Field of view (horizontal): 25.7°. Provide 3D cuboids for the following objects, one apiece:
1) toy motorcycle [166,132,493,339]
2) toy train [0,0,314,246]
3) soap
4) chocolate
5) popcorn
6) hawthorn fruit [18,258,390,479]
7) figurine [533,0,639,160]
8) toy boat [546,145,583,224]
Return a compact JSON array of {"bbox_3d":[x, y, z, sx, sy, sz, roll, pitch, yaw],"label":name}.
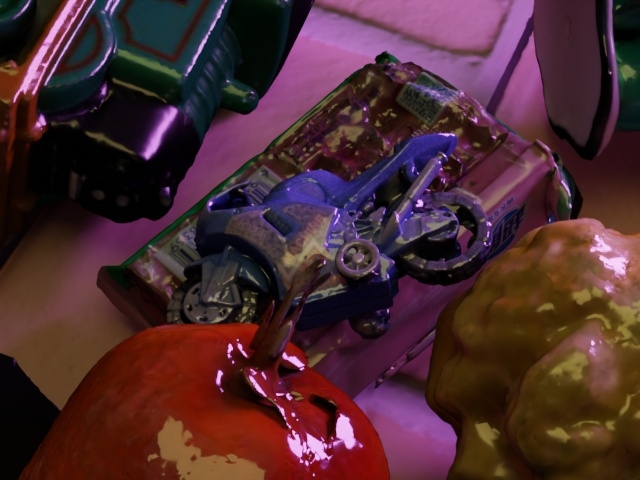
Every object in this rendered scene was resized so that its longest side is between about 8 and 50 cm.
[{"bbox_3d":[0.000,0.000,0.854,0.205,0.076,0.114,-17,56,-2],"label":"toy motorcycle"},{"bbox_3d":[-0.148,-0.159,1.051,0.249,0.178,0.429,22,53,-1],"label":"toy train"},{"bbox_3d":[0.009,0.000,0.949,0.273,0.098,0.218,-40,63,-16],"label":"soap"},{"bbox_3d":[-0.212,0.138,0.872,0.125,0.080,0.149,1,45,-18],"label":"chocolate"},{"bbox_3d":[0.207,0.107,0.841,0.286,0.252,0.215,38,11,-8],"label":"popcorn"},{"bbox_3d":[-0.058,0.135,0.761,0.211,0.299,0.211,16,26,-8],"label":"hawthorn fruit"},{"bbox_3d":[0.348,-0.169,1.057,0.340,0.231,0.324,-5,67,-7],"label":"figurine"},{"bbox_3d":[0.148,-0.013,1.025,0.061,0.060,0.137,39,61,-7],"label":"toy boat"}]
